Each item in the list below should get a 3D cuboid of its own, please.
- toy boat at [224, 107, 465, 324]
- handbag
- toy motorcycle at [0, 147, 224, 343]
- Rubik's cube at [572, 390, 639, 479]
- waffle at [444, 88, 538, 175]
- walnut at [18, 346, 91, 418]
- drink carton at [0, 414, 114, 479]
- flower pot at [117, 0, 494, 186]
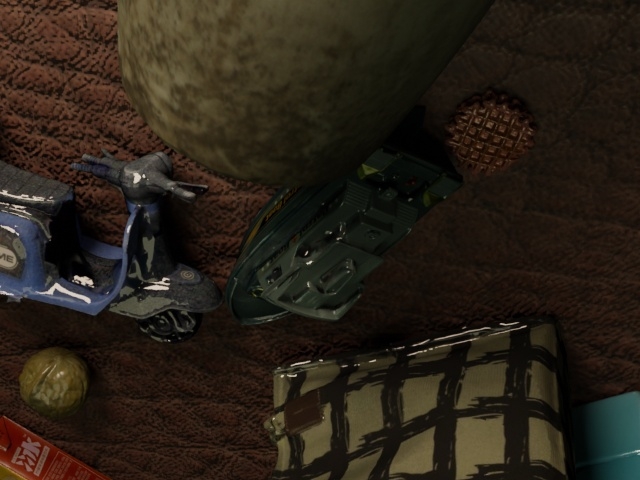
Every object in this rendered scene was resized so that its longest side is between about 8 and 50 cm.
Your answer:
[{"bbox_3d":[0.001,0.002,0.867,0.114,0.122,0.296,21,132,-31],"label":"toy boat"},{"bbox_3d":[0.087,0.232,0.878,0.327,0.325,0.162,-9,119,18],"label":"handbag"},{"bbox_3d":[-0.263,-0.017,0.910,0.359,0.125,0.212,17,124,0],"label":"toy motorcycle"},{"bbox_3d":[0.268,0.387,0.965,0.290,0.291,0.291,-20,117,25],"label":"Rubik's cube"},{"bbox_3d":[0.153,-0.096,0.822,0.083,0.029,0.075,-27,114,30],"label":"waffle"},{"bbox_3d":[-0.316,0.169,1.078,0.092,0.092,0.092,6,125,9],"label":"walnut"},{"bbox_3d":[-0.359,0.334,1.203,0.223,0.071,0.096,35,125,-12],"label":"drink carton"},{"bbox_3d":[-0.003,-0.218,0.620,0.294,0.293,0.330,22,130,-3],"label":"flower pot"}]
